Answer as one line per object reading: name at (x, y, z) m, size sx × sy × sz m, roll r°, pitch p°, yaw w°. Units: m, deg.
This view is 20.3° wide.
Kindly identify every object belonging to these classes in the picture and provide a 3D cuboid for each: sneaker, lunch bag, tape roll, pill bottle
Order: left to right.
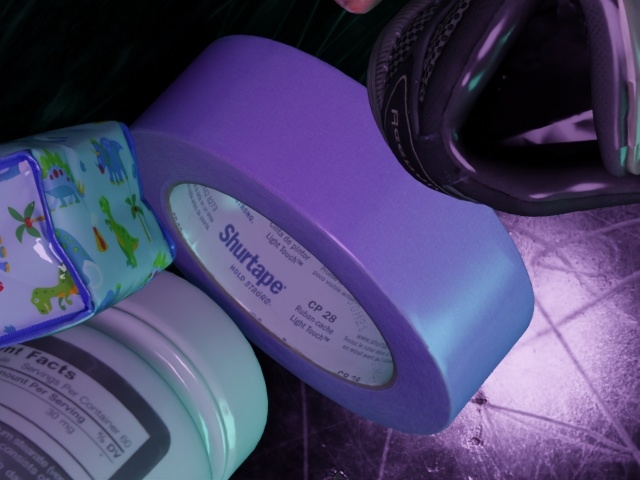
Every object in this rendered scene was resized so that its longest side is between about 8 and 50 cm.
lunch bag at (-0.162, 0.006, 0.826) m, size 0.151 × 0.096 × 0.129 m, roll -21°, pitch -177°, yaw 17°
pill bottle at (-0.196, 0.176, 1.122) m, size 0.361 × 0.204 × 0.204 m, roll -44°, pitch 172°, yaw -45°
tape roll at (0.000, 0.000, 1.140) m, size 0.090 × 0.275 × 0.275 m, roll -48°, pitch 175°, yaw -18°
sneaker at (0.121, -0.074, 0.476) m, size 0.227 × 0.087 × 0.130 m, roll -28°, pitch -166°, yaw 3°

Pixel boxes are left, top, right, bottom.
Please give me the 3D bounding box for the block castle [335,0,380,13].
block castle at (0.102, -0.268, 0.428) m, size 0.303 × 0.213 × 0.453 m, roll -48°, pitch 175°, yaw -26°
